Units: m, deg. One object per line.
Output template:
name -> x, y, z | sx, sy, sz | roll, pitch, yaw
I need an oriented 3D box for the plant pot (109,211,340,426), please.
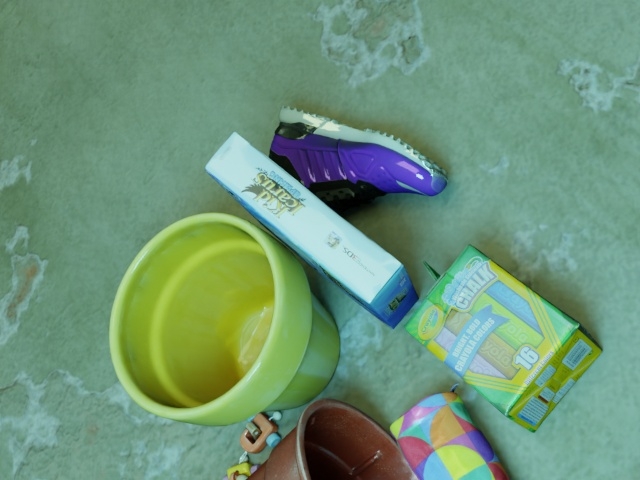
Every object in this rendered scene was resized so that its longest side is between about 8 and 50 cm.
plant pot -> -0.100, 0.119, 1.133 | 0.254, 0.239, 0.254 | -10, 68, 25

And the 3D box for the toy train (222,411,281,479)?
toy train -> -0.073, 0.309, 1.162 | 0.125, 0.046, 0.166 | -48, 56, 6

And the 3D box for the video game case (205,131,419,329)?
video game case -> 0.000, 0.000, 1.066 | 0.244, 0.269, 0.061 | 38, 87, 15

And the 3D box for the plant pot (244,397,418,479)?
plant pot -> -0.023, 0.368, 0.998 | 0.265, 0.272, 0.272 | -41, 57, 19

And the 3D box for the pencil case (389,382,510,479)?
pencil case -> 0.175, 0.282, 1.003 | 0.104, 0.104, 0.236 | -37, 58, 12

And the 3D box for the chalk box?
chalk box -> 0.197, 0.103, 1.039 | 0.213, 0.132, 0.132 | 39, 93, 35

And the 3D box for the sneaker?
sneaker -> 0.039, -0.083, 1.225 | 0.293, 0.102, 0.146 | 23, 90, 37
